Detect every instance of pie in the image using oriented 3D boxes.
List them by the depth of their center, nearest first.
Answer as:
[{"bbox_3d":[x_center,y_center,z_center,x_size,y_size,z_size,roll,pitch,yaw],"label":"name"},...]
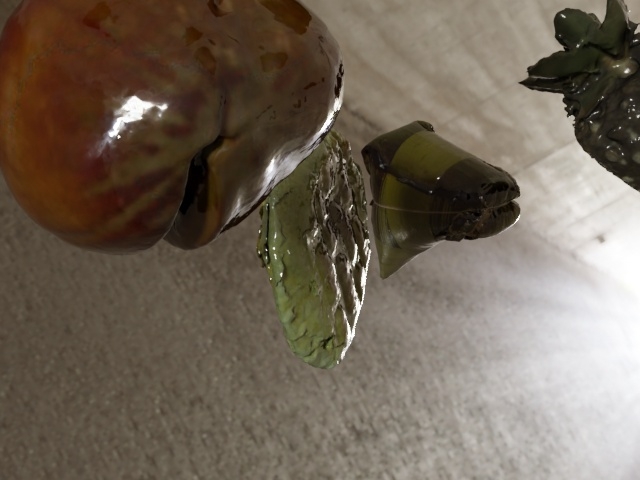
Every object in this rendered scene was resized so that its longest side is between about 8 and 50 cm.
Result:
[{"bbox_3d":[0.000,0.000,1.284,0.306,0.071,0.306,-4,90,-70],"label":"pie"}]

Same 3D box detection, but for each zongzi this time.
[{"bbox_3d":[0.199,-0.011,1.758,0.289,0.154,0.318,40,-41,47],"label":"zongzi"}]

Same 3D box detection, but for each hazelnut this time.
[{"bbox_3d":[-0.099,-0.099,0.724,0.217,0.251,0.217,36,-45,47],"label":"hazelnut"}]

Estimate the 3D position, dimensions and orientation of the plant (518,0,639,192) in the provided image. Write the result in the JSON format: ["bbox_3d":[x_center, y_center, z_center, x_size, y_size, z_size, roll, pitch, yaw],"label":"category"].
[{"bbox_3d":[0.446,-0.213,1.478,0.312,0.215,0.213,41,24,1],"label":"plant"}]
